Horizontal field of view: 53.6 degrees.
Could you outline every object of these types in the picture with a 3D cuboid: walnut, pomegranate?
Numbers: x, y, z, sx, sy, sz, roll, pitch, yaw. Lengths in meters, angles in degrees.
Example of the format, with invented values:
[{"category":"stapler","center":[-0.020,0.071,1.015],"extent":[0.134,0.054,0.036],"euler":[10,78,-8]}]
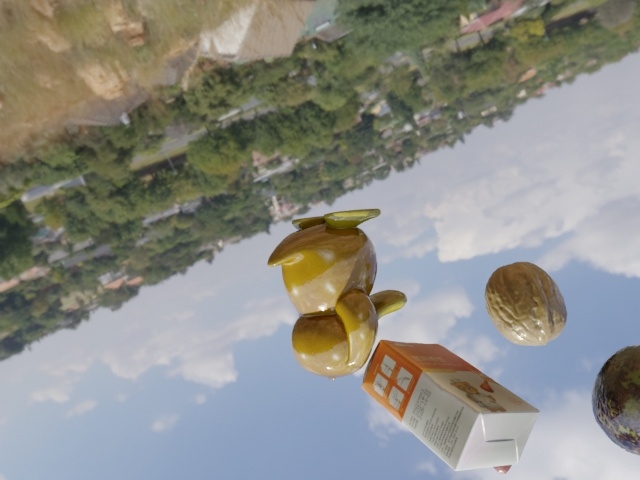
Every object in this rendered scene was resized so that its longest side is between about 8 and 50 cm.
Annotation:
[{"category":"walnut","center":[0.600,0.188,1.857],"extent":[0.225,0.260,0.225],"euler":[-13,152,-7]},{"category":"pomegranate","center":[0.693,0.380,1.260],"extent":[0.285,0.340,0.285],"euler":[5,163,1]}]

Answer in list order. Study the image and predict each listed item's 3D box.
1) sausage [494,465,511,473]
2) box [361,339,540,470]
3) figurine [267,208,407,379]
[{"category":"sausage","center":[0.574,0.679,1.973],"extent":[0.094,0.054,0.059],"euler":[-62,160,-8]},{"category":"box","center":[0.289,0.366,1.466],"extent":[0.225,0.143,0.341],"euler":[11,-168,-37]},{"category":"figurine","center":[0.019,0.074,0.938],"extent":[0.215,0.228,0.215],"euler":[-26,-169,6]}]
